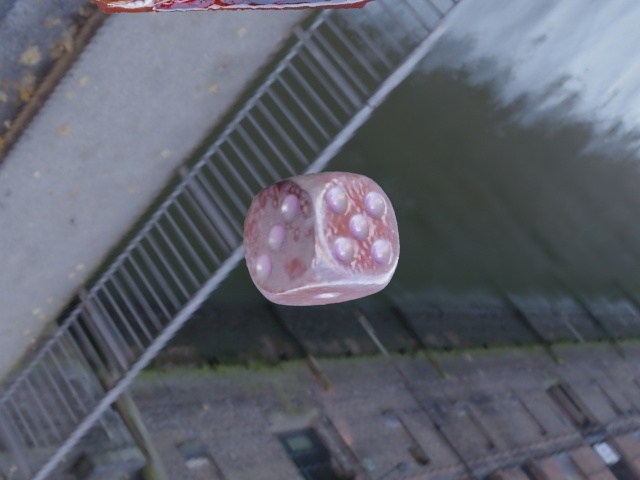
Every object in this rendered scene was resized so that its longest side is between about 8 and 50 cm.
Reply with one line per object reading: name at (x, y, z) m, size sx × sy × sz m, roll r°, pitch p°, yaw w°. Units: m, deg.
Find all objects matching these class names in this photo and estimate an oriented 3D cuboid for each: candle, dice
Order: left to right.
candle at (-0.088, -0.218, 0.875) m, size 0.302 × 0.059 × 0.084 m, roll -10°, pitch 124°, yaw -15°
dice at (0.000, 0.000, 0.843) m, size 0.094 × 0.091 × 0.093 m, roll 6°, pitch 162°, yaw -42°
